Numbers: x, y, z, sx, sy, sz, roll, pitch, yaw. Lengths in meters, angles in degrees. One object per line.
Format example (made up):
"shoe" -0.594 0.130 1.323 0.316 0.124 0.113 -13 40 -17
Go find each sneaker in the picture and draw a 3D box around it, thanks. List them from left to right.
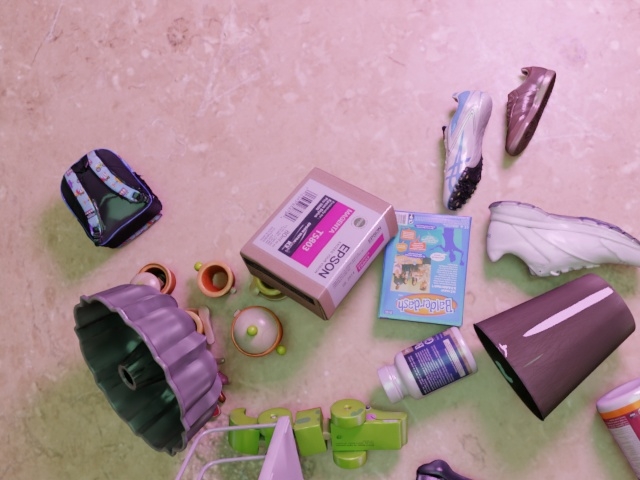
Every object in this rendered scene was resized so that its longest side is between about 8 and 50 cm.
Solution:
"sneaker" 0.270 -0.174 1.382 0.086 0.085 0.237 11 86 35
"sneaker" 0.390 -0.252 1.387 0.071 0.066 0.188 24 80 27
"sneaker" 0.451 0.011 1.325 0.297 0.111 0.129 14 97 15

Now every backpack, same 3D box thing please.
"backpack" -0.424 -0.088 1.434 0.158 0.117 0.173 -41 79 1

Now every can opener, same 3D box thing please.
"can opener" 0.261 0.452 1.299 0.186 0.059 0.073 18 58 0

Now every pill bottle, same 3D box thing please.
"pill bottle" 0.194 0.235 1.317 0.169 0.094 0.094 -26 79 3
"pill bottle" 0.586 0.355 1.234 0.121 0.121 0.221 -29 79 3

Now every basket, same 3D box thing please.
"basket" 0.424 0.170 1.272 0.227 0.154 0.204 -34 77 -2

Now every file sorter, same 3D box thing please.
"file sorter" -0.125 0.478 1.224 0.173 0.193 0.277 -7 109 10

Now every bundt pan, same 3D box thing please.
"bundt pan" -0.303 0.217 1.299 0.124 0.331 0.331 -33 76 -37

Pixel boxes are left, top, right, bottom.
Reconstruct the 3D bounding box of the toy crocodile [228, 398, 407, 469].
"toy crocodile" -0.008 0.353 1.328 0.341 0.105 0.115 -7 109 6

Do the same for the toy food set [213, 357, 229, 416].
"toy food set" -0.216 0.293 1.401 0.078 0.019 0.122 -3 81 7

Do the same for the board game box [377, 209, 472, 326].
"board game box" 0.199 0.053 1.366 0.160 0.047 0.210 6 82 8

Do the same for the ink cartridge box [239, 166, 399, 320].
"ink cartridge box" 0.000 0.000 1.326 0.193 0.088 0.234 28 67 28

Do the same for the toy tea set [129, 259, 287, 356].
"toy tea set" -0.210 0.122 1.371 0.336 0.124 0.199 -1 82 7
